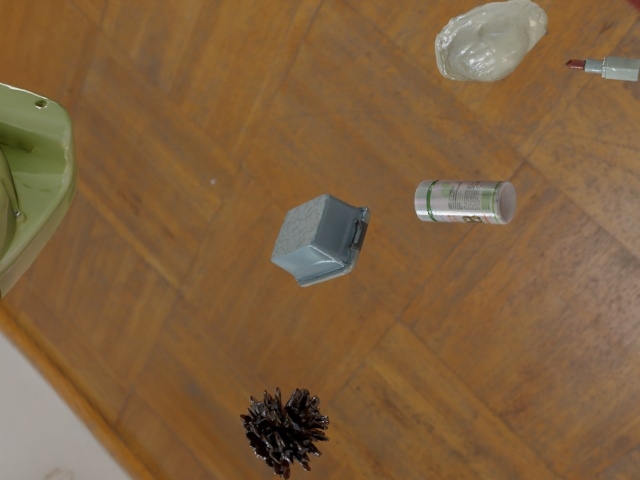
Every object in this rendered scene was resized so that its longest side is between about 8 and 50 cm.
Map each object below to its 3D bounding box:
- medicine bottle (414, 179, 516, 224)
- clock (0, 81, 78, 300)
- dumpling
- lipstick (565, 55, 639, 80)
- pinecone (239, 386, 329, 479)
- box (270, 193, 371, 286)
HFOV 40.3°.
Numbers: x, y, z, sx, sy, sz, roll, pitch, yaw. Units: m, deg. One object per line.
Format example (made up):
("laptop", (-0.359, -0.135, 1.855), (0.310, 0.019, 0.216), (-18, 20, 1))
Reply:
("medicine bottle", (0.283, -0.076, 1.708), (0.183, 0.086, 0.086), (3, 115, 38))
("clock", (-0.424, -0.029, 0.854), (0.286, 0.348, 0.117), (15, 139, 2))
("dumpling", (0.313, -0.390, 1.687), (0.215, 0.126, 0.166), (2, 153, 46))
("lipstick", (0.504, -0.311, 1.563), (0.129, 0.030, 0.030), (9, 148, 19))
("pinecone", (-0.049, 0.278, 1.294), (0.120, 0.140, 0.140), (-34, 90, 4))
("box", (0.000, 0.000, 1.895), (0.130, 0.162, 0.227), (30, 154, -25))
